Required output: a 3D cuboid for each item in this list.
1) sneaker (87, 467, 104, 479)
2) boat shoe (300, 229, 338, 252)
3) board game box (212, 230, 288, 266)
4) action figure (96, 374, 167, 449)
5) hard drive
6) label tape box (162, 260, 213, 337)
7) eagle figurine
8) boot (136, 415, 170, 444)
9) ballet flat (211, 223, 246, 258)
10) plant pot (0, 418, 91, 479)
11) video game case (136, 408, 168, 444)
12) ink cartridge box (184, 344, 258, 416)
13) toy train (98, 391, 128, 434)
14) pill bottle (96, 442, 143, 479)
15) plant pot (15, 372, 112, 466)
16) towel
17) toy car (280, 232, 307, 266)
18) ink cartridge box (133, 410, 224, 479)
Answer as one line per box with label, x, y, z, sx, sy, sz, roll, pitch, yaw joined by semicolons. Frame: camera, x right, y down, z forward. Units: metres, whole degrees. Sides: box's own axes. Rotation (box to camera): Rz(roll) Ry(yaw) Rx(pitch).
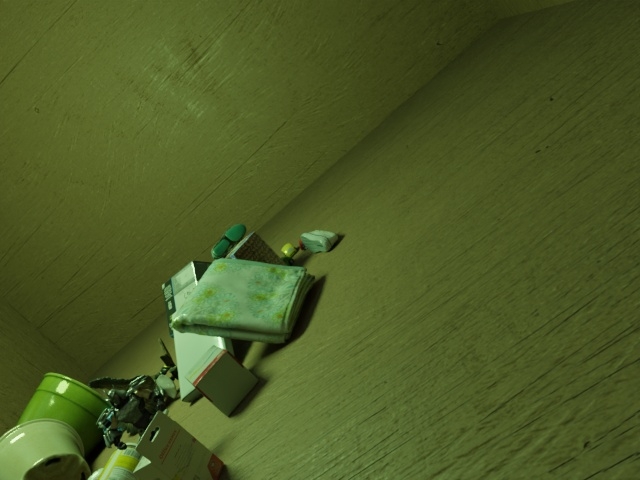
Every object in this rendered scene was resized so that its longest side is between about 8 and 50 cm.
sneaker;-0.684;0.773;1.441;0.111;0.103;0.252;-29;20;51
boat shoe;0.000;0.000;1.942;0.075;0.083;0.226;-35;22;-18
board game box;-0.291;0.125;2.030;0.291;0.232;0.141;-24;22;53
action figure;-0.433;0.464;1.267;0.185;0.285;0.099;-43;14;3
hard drive;-0.409;0.337;1.725;0.233;0.047;0.353;-41;45;18
label tape box;-0.493;0.280;1.964;0.105;0.334;0.240;9;-34;-46
eagle figurine;-0.656;0.548;1.846;0.298;0.226;0.225;-31;-28;-19
boot;-0.520;0.616;1.586;0.099;0.045;0.121;-29;18;38
ballet flat;-0.366;0.006;1.986;0.188;0.070;0.070;-46;13;-34
plant pot;-0.936;0.806;1.712;0.305;0.334;0.334;-8;36;48
video game case;-0.577;0.644;1.730;0.122;0.011;0.087;-42;14;4
ink cartridge box;-0.282;0.387;1.411;0.127;0.128;0.176;-48;15;-21
toy train;-0.800;0.696;2.012;0.184;0.105;0.080;-49;14;-24
pill bottle;-0.542;0.659;1.346;0.117;0.117;0.215;-39;13;17
plant pot;-1.059;0.786;2.008;0.366;0.366;0.353;-30;25;44
towel;-0.230;0.179;1.578;0.374;0.090;0.320;3;30;13
toy car;-0.131;0.060;2.151;0.239;0.053;0.225;-29;19;47
ink cartridge box;-0.314;0.475;1.076;0.067;0.198;0.115;-37;14;24
